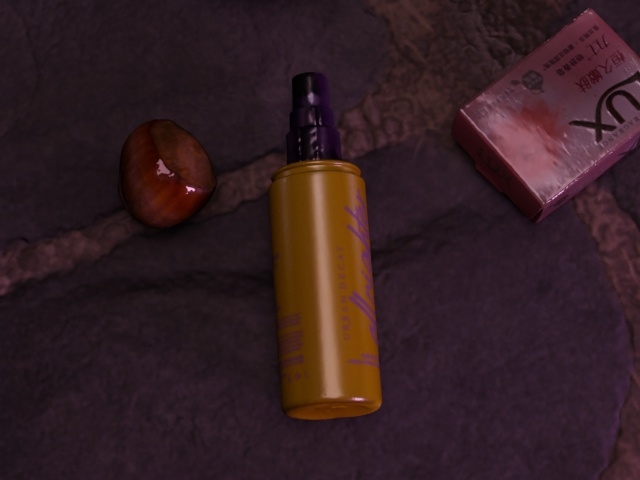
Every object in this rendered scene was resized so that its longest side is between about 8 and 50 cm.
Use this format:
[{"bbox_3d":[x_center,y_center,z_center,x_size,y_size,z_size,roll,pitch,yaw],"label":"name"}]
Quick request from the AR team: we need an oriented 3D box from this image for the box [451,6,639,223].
[{"bbox_3d":[0.195,-0.100,1.251,0.156,0.060,0.111,-39,79,-8],"label":"box"}]

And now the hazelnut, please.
[{"bbox_3d":[-0.125,-0.050,1.241,0.086,0.086,0.086,0,75,1],"label":"hazelnut"}]

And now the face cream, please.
[{"bbox_3d":[0.000,0.000,1.219,0.078,0.078,0.273,-4,74,0],"label":"face cream"}]
